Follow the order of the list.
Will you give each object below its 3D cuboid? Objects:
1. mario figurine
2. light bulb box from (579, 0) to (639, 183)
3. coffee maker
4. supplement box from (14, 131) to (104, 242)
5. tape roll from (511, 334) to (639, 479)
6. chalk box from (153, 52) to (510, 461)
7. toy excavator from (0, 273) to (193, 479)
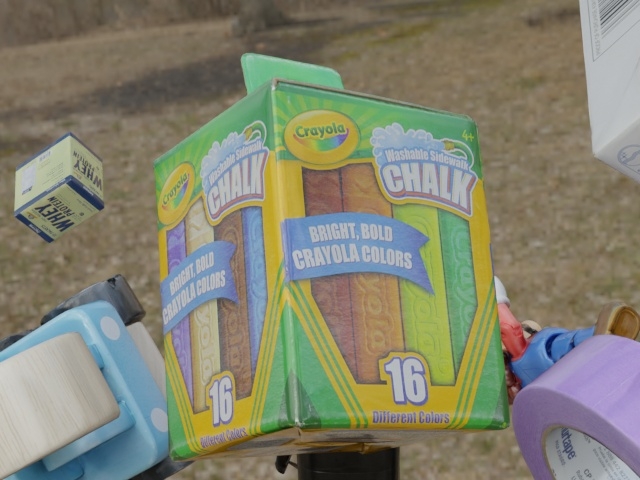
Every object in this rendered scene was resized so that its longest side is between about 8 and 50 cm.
[{"bbox_3d":[0.301,0.136,1.554,0.170,0.198,0.320,-2,-5,-36],"label":"mario figurine"},{"bbox_3d":[0.456,-0.181,1.137,0.361,0.225,0.358,27,45,-20],"label":"light bulb box"},{"bbox_3d":[0.033,0.192,1.121,0.120,0.178,0.171,-12,30,-18],"label":"coffee maker"},{"bbox_3d":[-0.289,-0.059,1.328,0.083,0.056,0.083,-31,43,17],"label":"supplement box"},{"bbox_3d":[0.305,0.225,1.119,0.090,0.275,0.275,-34,24,-17],"label":"tape roll"},{"bbox_3d":[0.000,0.000,0.624,0.132,0.213,0.132,4,-17,-33],"label":"chalk box"},{"bbox_3d":[-0.278,0.185,1.163,0.433,0.222,0.445,-30,-3,28],"label":"toy excavator"}]
